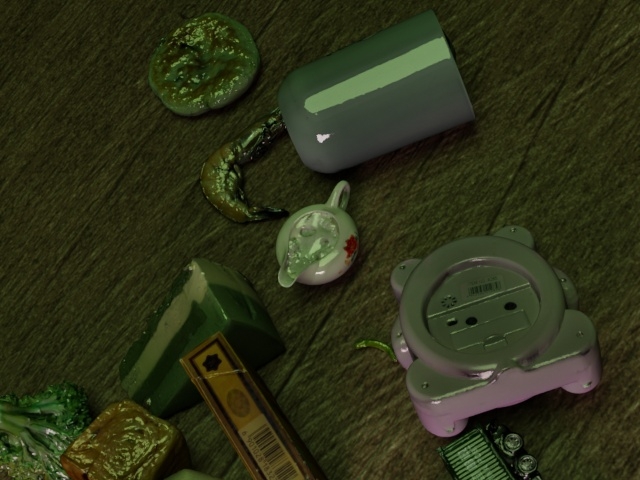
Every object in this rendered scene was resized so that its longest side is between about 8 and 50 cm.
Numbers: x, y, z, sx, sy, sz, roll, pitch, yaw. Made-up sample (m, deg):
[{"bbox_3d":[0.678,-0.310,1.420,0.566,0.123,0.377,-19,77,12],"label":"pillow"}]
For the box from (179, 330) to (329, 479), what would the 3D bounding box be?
[{"bbox_3d":[-0.085,0.303,1.834,0.084,0.193,0.301,-35,57,-3],"label":"box"}]

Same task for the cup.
[{"bbox_3d":[0.093,-0.250,2.072,0.312,0.205,0.205,-22,58,6],"label":"cup"}]

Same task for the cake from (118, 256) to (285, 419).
[{"bbox_3d":[-0.231,0.165,1.975,0.283,0.172,0.158,-32,55,2],"label":"cake"}]

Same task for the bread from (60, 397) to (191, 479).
[{"bbox_3d":[-0.302,0.356,1.891,0.149,0.143,0.158,24,61,22],"label":"bread"}]

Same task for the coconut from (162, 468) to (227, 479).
[{"bbox_3d":[-0.194,0.454,1.737,0.266,0.237,0.237,15,60,-22],"label":"coconut"}]

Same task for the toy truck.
[{"bbox_3d":[0.287,0.389,1.730,0.121,0.088,0.259,-31,56,-2],"label":"toy truck"}]

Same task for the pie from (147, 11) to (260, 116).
[{"bbox_3d":[-0.226,-0.343,2.316,0.240,0.054,0.240,-9,59,15],"label":"pie"}]

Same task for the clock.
[{"bbox_3d":[0.254,0.125,1.837,0.295,0.113,0.322,-19,40,3],"label":"clock"}]

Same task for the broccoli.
[{"bbox_3d":[-0.488,0.301,1.969,0.219,0.194,0.194,15,68,31],"label":"broccoli"}]

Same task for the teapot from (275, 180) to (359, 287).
[{"bbox_3d":[0.000,0.000,2.033,0.145,0.092,0.226,16,67,22],"label":"teapot"}]

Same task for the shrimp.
[{"bbox_3d":[-0.090,-0.137,2.169,0.262,0.051,0.198,-42,65,-4],"label":"shrimp"}]

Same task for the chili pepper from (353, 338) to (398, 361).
[{"bbox_3d":[0.093,0.178,1.949,0.083,0.017,0.030,11,67,26],"label":"chili pepper"}]
